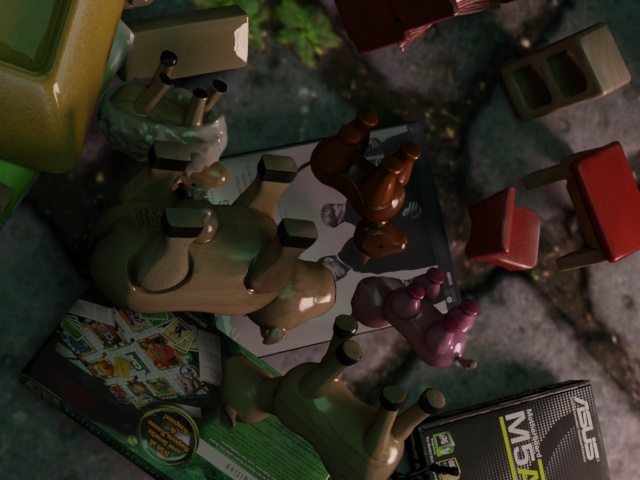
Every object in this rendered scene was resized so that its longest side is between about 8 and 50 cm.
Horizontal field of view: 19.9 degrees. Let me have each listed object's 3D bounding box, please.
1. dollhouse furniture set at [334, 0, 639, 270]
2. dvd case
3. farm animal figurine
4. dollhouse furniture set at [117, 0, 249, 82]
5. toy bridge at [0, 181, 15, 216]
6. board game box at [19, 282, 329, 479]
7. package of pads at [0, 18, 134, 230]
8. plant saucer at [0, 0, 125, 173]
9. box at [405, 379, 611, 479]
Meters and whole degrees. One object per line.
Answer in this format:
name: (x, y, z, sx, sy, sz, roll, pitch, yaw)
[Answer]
dollhouse furniture set: (0.175, -0.141, 1.622, 0.201, 0.152, 0.374, -25, 94, -33)
dvd case: (0.000, 0.000, 1.622, 0.239, 0.029, 0.179, -12, 89, -22)
farm animal figurine: (-0.047, 0.039, 1.476, 0.327, 0.172, 0.330, 19, 43, -16)
dollhouse furniture set: (-0.126, -0.239, 1.595, 0.144, 0.123, 0.151, -12, 124, -23)
toy bridge: (-0.300, 0.014, 1.432, 0.063, 0.188, 0.026, 28, 34, -6)
board game box: (-0.108, 0.138, 1.524, 0.260, 0.030, 0.136, 36, 62, 0)
package of pads: (-0.325, -0.168, 1.468, 0.296, 0.101, 0.229, 39, 73, -15)
plant saucer: (-0.291, -0.256, 1.391, 0.333, 0.081, 0.332, 18, 80, -19)
box: (0.180, 0.238, 1.663, 0.184, 0.045, 0.190, -11, 91, -21)
